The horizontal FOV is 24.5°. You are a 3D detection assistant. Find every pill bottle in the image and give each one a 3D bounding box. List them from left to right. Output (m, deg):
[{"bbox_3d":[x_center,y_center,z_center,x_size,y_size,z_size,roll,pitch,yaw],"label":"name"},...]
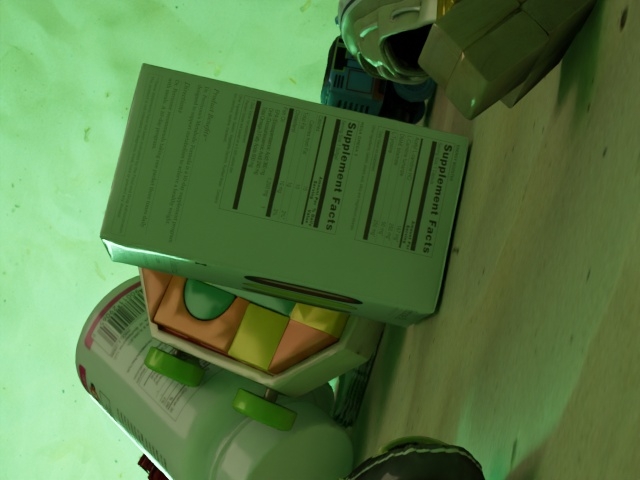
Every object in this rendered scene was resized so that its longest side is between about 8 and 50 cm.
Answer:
[{"bbox_3d":[-0.105,0.161,1.438,0.283,0.160,0.160,38,124,42],"label":"pill bottle"}]

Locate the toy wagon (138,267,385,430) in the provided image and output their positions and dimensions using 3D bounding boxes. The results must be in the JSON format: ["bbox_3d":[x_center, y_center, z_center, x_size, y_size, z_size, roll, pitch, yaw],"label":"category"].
[{"bbox_3d":[-0.073,0.007,1.334,0.068,0.344,0.267,31,-100,-50],"label":"toy wagon"}]

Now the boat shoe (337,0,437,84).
[{"bbox_3d":[0.072,-0.178,1.208,0.302,0.109,0.094,128,152,-77],"label":"boat shoe"}]

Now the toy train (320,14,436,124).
[{"bbox_3d":[0.062,-0.190,1.417,0.080,0.105,0.184,110,172,-67],"label":"toy train"}]

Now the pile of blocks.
[{"bbox_3d":[0.079,-0.222,0.802,0.112,0.149,0.362,110,172,-67],"label":"pile of blocks"}]

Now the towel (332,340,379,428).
[{"bbox_3d":[0.040,0.098,1.462,0.113,0.023,0.152,-83,6,-52],"label":"towel"}]

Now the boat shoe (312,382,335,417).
[{"bbox_3d":[-0.046,0.289,1.611,0.103,0.113,0.302,16,85,52],"label":"boat shoe"}]

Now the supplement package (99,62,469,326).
[{"bbox_3d":[-0.028,-0.029,1.105,0.139,0.244,0.134,115,168,-81],"label":"supplement package"}]

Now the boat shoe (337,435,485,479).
[{"bbox_3d":[0.039,0.135,0.734,0.228,0.081,0.069,102,175,-65],"label":"boat shoe"}]

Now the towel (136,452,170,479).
[{"bbox_3d":[-0.080,0.187,1.650,0.275,0.031,0.199,-57,-38,-16],"label":"towel"}]
